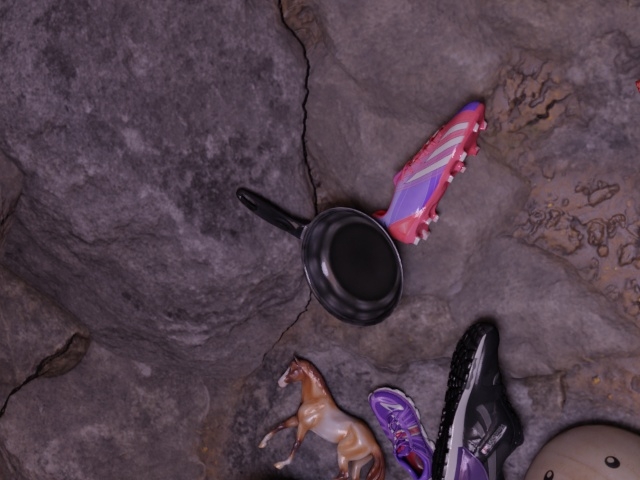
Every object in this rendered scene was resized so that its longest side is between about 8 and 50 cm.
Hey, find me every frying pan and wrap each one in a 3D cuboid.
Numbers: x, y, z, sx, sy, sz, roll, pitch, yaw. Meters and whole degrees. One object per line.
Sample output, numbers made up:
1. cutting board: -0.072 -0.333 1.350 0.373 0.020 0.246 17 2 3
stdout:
1. frying pan: 0.003 0.028 1.513 0.326 0.053 0.197 13 114 36

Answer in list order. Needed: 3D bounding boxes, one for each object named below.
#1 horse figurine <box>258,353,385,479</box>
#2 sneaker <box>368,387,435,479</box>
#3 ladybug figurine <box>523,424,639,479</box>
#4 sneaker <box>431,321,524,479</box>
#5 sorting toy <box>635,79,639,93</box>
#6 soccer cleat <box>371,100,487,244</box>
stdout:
1. horse figurine: 0.014 0.334 1.556 0.263 0.066 0.174 35 92 20
2. sneaker: 0.136 0.315 1.512 0.068 0.071 0.170 -36 87 23
3. ladybug figurine: 0.450 0.496 1.357 0.305 0.162 0.449 -25 87 21
4. sneaker: 0.261 0.265 1.456 0.124 0.107 0.283 9 103 -4
5. sorting toy: 0.564 -0.212 1.251 0.275 0.046 0.132 -26 91 23
6. soccer cleat: 0.165 -0.109 1.410 0.095 0.083 0.248 33 113 16
